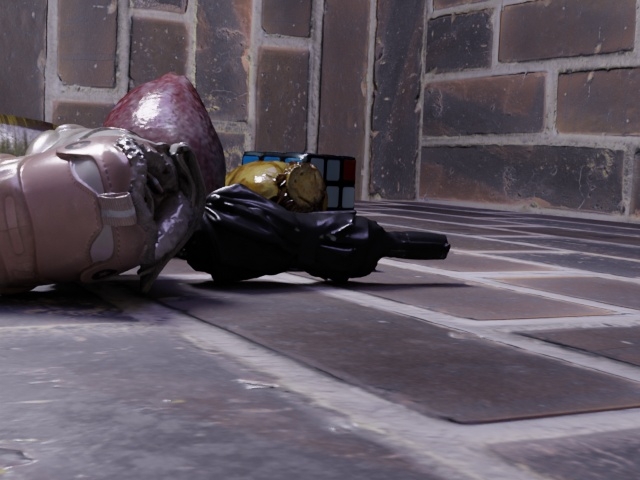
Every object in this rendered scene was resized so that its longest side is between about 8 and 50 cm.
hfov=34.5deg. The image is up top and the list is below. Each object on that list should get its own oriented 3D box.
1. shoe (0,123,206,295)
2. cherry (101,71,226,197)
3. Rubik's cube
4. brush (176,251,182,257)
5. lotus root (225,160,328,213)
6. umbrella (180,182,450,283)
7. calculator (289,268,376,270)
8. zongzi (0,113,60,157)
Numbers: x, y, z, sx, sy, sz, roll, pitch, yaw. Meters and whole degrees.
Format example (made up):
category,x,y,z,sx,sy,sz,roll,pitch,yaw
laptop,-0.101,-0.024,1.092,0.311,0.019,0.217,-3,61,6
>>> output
category,x,y,z,sx,sy,sz,roll,pitch,yaw
shoe,-0.214,-0.036,1.095,0.198,0.172,0.351,-6,14,14
cherry,-0.242,-0.116,1.575,0.203,0.300,0.230,-2,-15,10
Rubik's cube,-0.043,-0.085,1.947,0.161,0.162,0.163,6,5,37
brush,-0.204,0.019,1.477,0.024,0.008,0.083,4,3,-23
lotus root,-0.090,-0.060,1.739,0.169,0.141,0.314,3,-6,-30
umbrella,0.000,0.000,1.228,0.340,0.118,0.118,1,5,-23
calculator,-0.033,0.020,1.493,0.161,0.021,0.262,1,5,-19
zongzi,-0.606,-0.123,2.112,0.403,0.207,0.432,7,-9,-21
